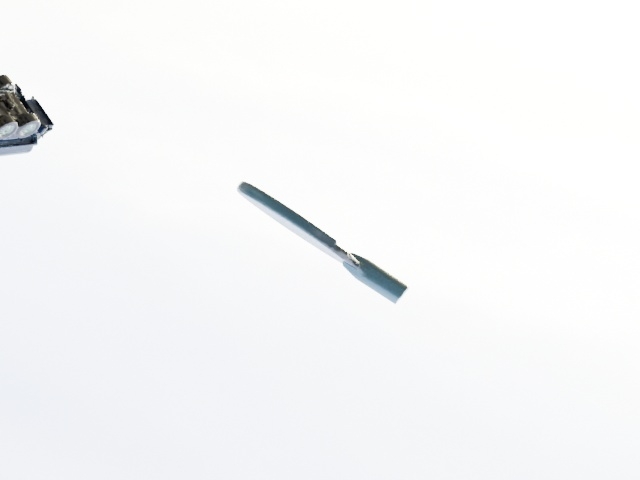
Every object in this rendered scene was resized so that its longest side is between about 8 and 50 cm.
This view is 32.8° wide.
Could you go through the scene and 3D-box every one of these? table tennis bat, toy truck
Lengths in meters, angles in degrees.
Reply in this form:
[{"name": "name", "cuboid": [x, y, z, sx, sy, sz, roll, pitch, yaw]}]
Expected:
[{"name": "table tennis bat", "cuboid": [0.000, 0.000, 0.843, 0.155, 0.019, 0.100, 34, 176, 6]}, {"name": "toy truck", "cuboid": [-0.382, -0.128, 1.184, 0.074, 0.088, 0.202, 55, -148, 11]}]
